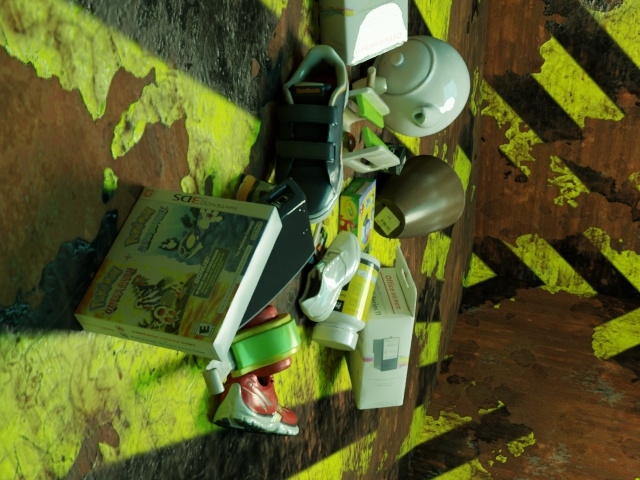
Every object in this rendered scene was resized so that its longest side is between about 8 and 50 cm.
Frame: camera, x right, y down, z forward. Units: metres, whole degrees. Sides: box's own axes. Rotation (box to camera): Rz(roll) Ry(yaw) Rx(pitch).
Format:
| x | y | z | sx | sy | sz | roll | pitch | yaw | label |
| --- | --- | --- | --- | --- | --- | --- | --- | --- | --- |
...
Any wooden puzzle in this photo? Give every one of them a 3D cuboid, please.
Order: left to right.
| x | y | z | sx | sy | sz | roll | pitch | yaw | label |
| --- | --- | --- | --- | --- | --- | --- | --- | --- | --- |
| 0.000 | 0.000 | 1.842 | 0.078 | 0.014 | 0.116 | 44 | 58 | -69 | wooden puzzle |

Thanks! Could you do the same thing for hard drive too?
| x | y | z | sx | sy | sz | roll | pitch | yaw | label |
| --- | --- | --- | --- | --- | --- | --- | --- | --- | --- |
| -0.106 | 0.037 | 1.328 | 0.255 | 0.054 | 0.172 | -44 | 146 | -27 | hard drive |

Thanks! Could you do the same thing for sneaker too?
| x | y | z | sx | sy | sz | roll | pitch | yaw | label |
| --- | --- | --- | --- | --- | --- | --- | --- | --- | --- |
| -0.101 | 0.287 | 1.544 | 0.279 | 0.107 | 0.118 | 51 | 44 | -69 | sneaker |
| -0.085 | -0.015 | 1.451 | 0.215 | 0.083 | 0.084 | 81 | 24 | -49 | sneaker |
| -0.019 | -0.192 | 1.494 | 0.127 | 0.126 | 0.321 | 73 | 21 | -64 | sneaker |
| 0.017 | 0.063 | 1.824 | 0.094 | 0.080 | 0.212 | 48 | 60 | -49 | sneaker |

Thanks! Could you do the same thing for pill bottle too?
| x | y | z | sx | sy | sz | roll | pitch | yaw | label |
| --- | --- | --- | --- | --- | --- | --- | --- | --- | --- |
| 0.053 | 0.132 | 1.909 | 0.119 | 0.119 | 0.208 | 56 | 46 | -66 | pill bottle |

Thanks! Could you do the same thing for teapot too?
| x | y | z | sx | sy | sz | roll | pitch | yaw | label |
| --- | --- | --- | --- | --- | --- | --- | --- | --- | --- |
| 0.206 | -0.375 | 1.955 | 0.187 | 0.256 | 0.252 | 35 | 79 | -53 | teapot |

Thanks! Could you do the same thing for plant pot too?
| x | y | z | sx | sy | sz | roll | pitch | yaw | label |
| --- | --- | --- | --- | --- | --- | --- | --- | --- | --- |
| 0.232 | -0.091 | 2.258 | 0.230 | 0.215 | 0.215 | -32 | 131 | -49 | plant pot |

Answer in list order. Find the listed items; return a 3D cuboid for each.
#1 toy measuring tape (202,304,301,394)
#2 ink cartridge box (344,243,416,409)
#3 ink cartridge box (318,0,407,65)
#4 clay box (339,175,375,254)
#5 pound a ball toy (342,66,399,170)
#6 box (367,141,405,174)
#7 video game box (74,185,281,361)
| x | y | z | sx | sy | sz | roll | pitch | yaw | label |
| --- | --- | --- | --- | --- | --- | --- | --- | --- | --- |
| -0.097 | 0.172 | 1.371 | 0.330 | 0.121 | 0.121 | -41 | 140 | -82 | toy measuring tape |
| 0.138 | 0.205 | 2.061 | 0.207 | 0.119 | 0.353 | -105 | -165 | -55 | ink cartridge box |
| 0.080 | -0.456 | 1.603 | 0.154 | 0.093 | 0.212 | -27 | 132 | -26 | ink cartridge box |
| 0.087 | -0.026 | 2.035 | 0.127 | 0.053 | 0.222 | -51 | 146 | -56 | clay box |
| 0.067 | -0.251 | 1.752 | 0.319 | 0.136 | 0.208 | 0 | 78 | -78 | pound a ball toy |
| 0.163 | -0.205 | 2.122 | 0.052 | 0.083 | 0.062 | 85 | 23 | -44 | box |
| -0.168 | 0.033 | 1.040 | 0.048 | 0.187 | 0.205 | 72 | 32 | -50 | video game box |
